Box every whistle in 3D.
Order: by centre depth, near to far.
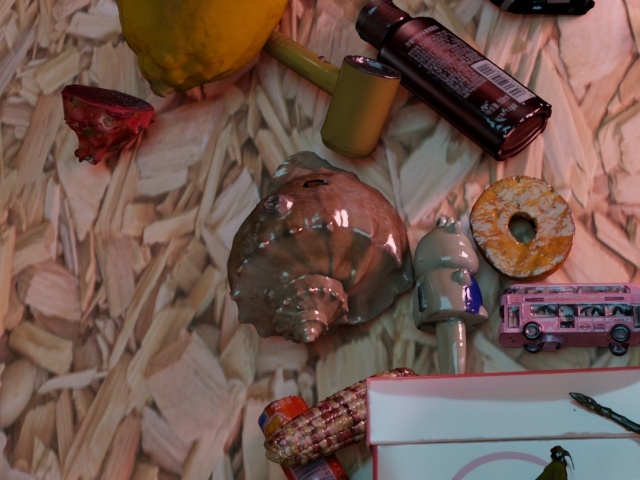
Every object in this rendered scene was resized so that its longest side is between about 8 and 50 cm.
[{"bbox_3d":[0.176,0.077,1.519,0.092,0.110,0.244,7,62,-21],"label":"whistle"}]

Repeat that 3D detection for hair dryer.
[{"bbox_3d":[0.001,-0.241,1.703,0.278,0.090,0.135,39,121,40],"label":"hair dryer"}]

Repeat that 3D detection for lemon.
[{"bbox_3d":[-0.179,-0.393,1.718,0.285,0.285,0.316,29,118,23],"label":"lemon"}]

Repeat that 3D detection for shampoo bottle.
[{"bbox_3d":[0.186,-0.249,1.663,0.129,0.084,0.323,-36,62,-25],"label":"shampoo bottle"}]

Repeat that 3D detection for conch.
[{"bbox_3d":[0.001,-0.003,1.562,0.263,0.186,0.324,0,67,-6],"label":"conch"}]

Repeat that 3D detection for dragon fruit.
[{"bbox_3d":[-0.343,-0.177,1.762,0.153,0.153,0.111,26,108,22],"label":"dragon fruit"}]

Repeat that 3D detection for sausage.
[{"bbox_3d":[0.010,0.332,1.461,0.074,0.074,0.274,-33,64,-2],"label":"sausage"}]

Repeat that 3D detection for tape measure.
[{"bbox_3d":[0.322,-0.433,1.703,0.181,0.107,0.182,-4,68,5],"label":"tape measure"}]

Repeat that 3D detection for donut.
[{"bbox_3d":[0.282,-0.012,1.553,0.151,0.058,0.152,-5,67,12],"label":"donut"}]

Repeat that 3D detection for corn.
[{"bbox_3d":[0.035,0.233,1.455,0.237,0.079,0.079,-23,61,-24],"label":"corn"}]

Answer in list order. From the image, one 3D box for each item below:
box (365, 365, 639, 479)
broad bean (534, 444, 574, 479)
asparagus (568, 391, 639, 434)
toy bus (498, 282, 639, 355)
[{"bbox_3d":[0.227,0.325,1.279,0.312,0.314,0.300,-5,69,12],"label":"box"},{"bbox_3d":[0.172,0.313,1.105,0.254,0.046,0.065,-45,61,-5],"label":"broad bean"},{"bbox_3d":[0.327,0.190,1.128,0.162,0.016,0.016,23,104,18],"label":"asparagus"},{"bbox_3d":[0.339,0.103,1.488,0.203,0.063,0.090,-2,64,11],"label":"toy bus"}]
